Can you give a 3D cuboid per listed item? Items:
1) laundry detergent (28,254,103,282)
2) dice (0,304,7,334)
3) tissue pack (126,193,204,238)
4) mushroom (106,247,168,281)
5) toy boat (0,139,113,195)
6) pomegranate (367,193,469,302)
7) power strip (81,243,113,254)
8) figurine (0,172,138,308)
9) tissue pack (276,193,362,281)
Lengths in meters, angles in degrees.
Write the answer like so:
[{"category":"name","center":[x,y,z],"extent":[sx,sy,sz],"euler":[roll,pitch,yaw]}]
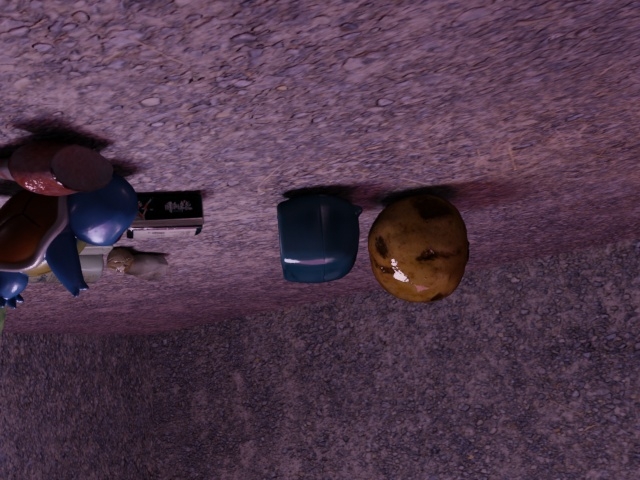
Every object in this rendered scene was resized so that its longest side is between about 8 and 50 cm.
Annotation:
[{"category":"laundry detergent","center":[-0.735,0.064,2.137],"extent":[0.281,0.105,0.215],"euler":[-1,169,-26]},{"category":"dice","center":[-0.994,0.184,1.943],"extent":[0.330,0.318,0.322],"euler":[5,168,33]},{"category":"tissue pack","center":[-0.351,-0.054,1.800],"extent":[0.170,0.090,0.103],"euler":[-1,167,-15]},{"category":"mushroom","center":[-0.539,0.070,2.334],"extent":[0.092,0.081,0.223],"euler":[9,174,28]},{"category":"toy boat","center":[-0.524,-0.125,1.431],"extent":[0.282,0.096,0.206],"euler":[-1,-174,24]},{"category":"pomegranate","center":[0.246,0.016,2.019],"extent":[0.281,0.281,0.281],"euler":[-6,168,-1]},{"category":"power strip","center":[-0.711,0.005,1.973],"extent":[0.385,0.062,0.091],"euler":[-1,168,-24]},{"category":"figurine","center":[-0.563,-0.021,1.624],"extent":[0.417,0.243,0.298],"euler":[-4,-148,3]},{"category":"tissue pack","center":[0.000,0.000,1.958],"extent":[0.206,0.198,0.287],"euler":[-4,166,-1]}]
